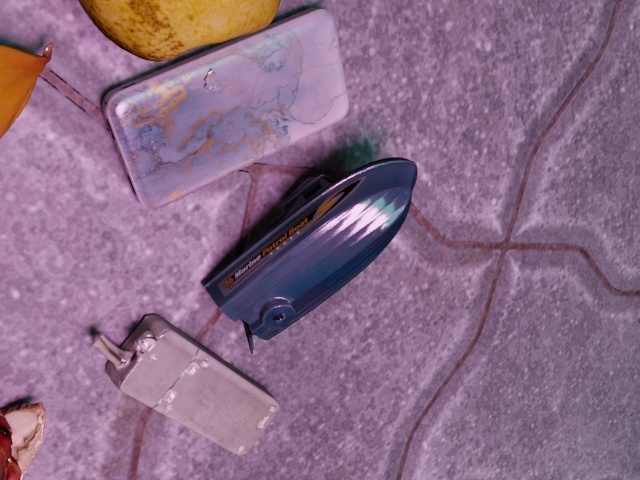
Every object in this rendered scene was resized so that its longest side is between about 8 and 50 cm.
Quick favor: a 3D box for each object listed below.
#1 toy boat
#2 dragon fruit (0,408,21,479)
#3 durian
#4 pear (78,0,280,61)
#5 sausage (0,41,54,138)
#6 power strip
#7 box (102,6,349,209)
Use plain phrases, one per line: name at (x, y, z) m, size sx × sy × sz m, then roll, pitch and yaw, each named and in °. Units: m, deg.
toy boat at (-0.002, -0.001, 0.946) m, size 0.296 × 0.122 × 0.114 m, roll -40°, pitch 134°, yaw 10°
dragon fruit at (-0.380, 0.223, 0.750) m, size 0.182 × 0.182 × 0.189 m, roll 5°, pitch 100°, yaw -37°
durian at (-0.345, 0.228, 0.848) m, size 0.052 × 0.066 × 0.130 m, roll 32°, pitch 81°, yaw -41°
pear at (-0.130, -0.264, 0.698) m, size 0.197 × 0.197 × 0.197 m, roll -15°, pitch 119°, yaw -30°
sausage at (-0.370, -0.099, 0.659) m, size 0.328 × 0.112 × 0.112 m, roll -26°, pitch 124°, yaw -27°
power strip at (-0.167, 0.172, 0.960) m, size 0.093 × 0.053 × 0.288 m, roll -50°, pitch 130°, yaw -5°
box at (-0.094, -0.151, 0.875) m, size 0.285 × 0.044 × 0.142 m, roll -29°, pitch 129°, yaw -22°
